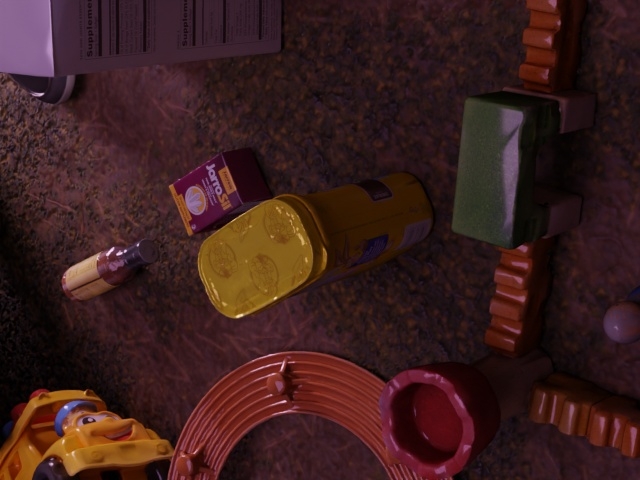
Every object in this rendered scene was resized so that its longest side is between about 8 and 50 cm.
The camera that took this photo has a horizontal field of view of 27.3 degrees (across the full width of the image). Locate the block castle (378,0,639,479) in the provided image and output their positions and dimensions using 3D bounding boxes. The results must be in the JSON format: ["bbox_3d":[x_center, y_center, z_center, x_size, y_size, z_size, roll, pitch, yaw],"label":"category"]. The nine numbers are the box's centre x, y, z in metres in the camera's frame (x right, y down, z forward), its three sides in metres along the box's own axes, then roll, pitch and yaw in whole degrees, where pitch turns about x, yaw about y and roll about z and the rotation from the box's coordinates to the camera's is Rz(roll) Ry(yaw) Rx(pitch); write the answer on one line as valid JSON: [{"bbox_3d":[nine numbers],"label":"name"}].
[{"bbox_3d":[0.205,-0.020,0.886,0.303,0.213,0.453,18,111,36],"label":"block castle"}]

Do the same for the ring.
[{"bbox_3d":[-0.020,0.270,1.217,0.336,0.032,0.336,-1,88,33],"label":"ring"}]

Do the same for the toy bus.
[{"bbox_3d":[-0.271,0.234,1.408,0.220,0.149,0.211,-55,49,33],"label":"toy bus"}]

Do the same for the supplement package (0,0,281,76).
[{"bbox_3d":[-0.192,-0.254,1.125,0.199,0.263,0.198,11,108,38],"label":"supplement package"}]

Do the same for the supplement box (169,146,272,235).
[{"bbox_3d":[-0.095,-0.045,1.241,0.083,0.043,0.055,-29,80,40],"label":"supplement box"}]

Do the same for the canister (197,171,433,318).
[{"bbox_3d":[0.000,0.000,1.089,0.126,0.170,0.073,-31,81,40],"label":"canister"}]

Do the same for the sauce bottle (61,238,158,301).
[{"bbox_3d":[-0.216,0.030,1.363,0.128,0.042,0.042,-20,87,40],"label":"sauce bottle"}]

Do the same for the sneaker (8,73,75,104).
[{"bbox_3d":[-0.352,-0.221,1.363,0.222,0.118,0.083,51,127,18],"label":"sneaker"}]
